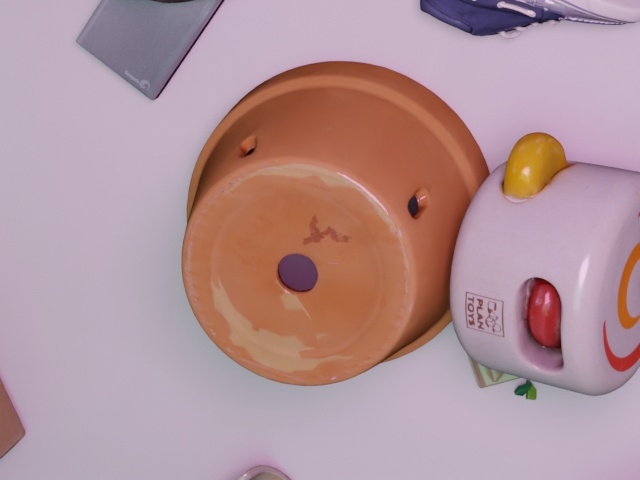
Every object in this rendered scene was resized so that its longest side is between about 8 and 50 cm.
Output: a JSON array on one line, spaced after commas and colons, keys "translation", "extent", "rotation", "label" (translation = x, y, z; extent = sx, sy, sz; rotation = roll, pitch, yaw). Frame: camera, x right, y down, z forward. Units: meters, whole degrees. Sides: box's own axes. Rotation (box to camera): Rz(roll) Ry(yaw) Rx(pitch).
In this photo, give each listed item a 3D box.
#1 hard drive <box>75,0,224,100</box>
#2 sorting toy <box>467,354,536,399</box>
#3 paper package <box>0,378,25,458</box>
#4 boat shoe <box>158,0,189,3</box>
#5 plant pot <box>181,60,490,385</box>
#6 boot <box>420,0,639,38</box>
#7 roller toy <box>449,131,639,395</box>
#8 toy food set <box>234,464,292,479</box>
[{"translation": [-0.157, -0.213, 1.191], "extent": [0.094, 0.022, 0.135], "rotation": [38, 111, 0], "label": "hard drive"}, {"translation": [0.178, 0.120, 1.222], "extent": [0.062, 0.012, 0.083], "rotation": [-18, 99, 13], "label": "sorting toy"}, {"translation": [-0.475, 0.148, 1.214], "extent": [0.168, 0.325, 0.309], "rotation": [-18, 101, 17], "label": "paper package"}, {"translation": [-0.015, -0.303, 1.073], "extent": [0.355, 0.132, 0.130], "rotation": [-13, 93, 8], "label": "boat shoe"}, {"translation": [0.000, 0.000, 1.125], "extent": [0.291, 0.203, 0.291], "rotation": [4, 108, 13], "label": "plant pot"}, {"translation": [0.185, -0.211, 1.099], "extent": [0.190, 0.069, 0.086], "rotation": [19, 139, -3], "label": "boot"}, {"translation": [0.201, 0.026, 1.081], "extent": [0.146, 0.209, 0.191], "rotation": [13, 77, 33], "label": "roller toy"}, {"translation": [-0.039, 0.402, 1.316], "extent": [0.306, 0.092, 0.220], "rotation": [45, 111, -4], "label": "toy food set"}]
